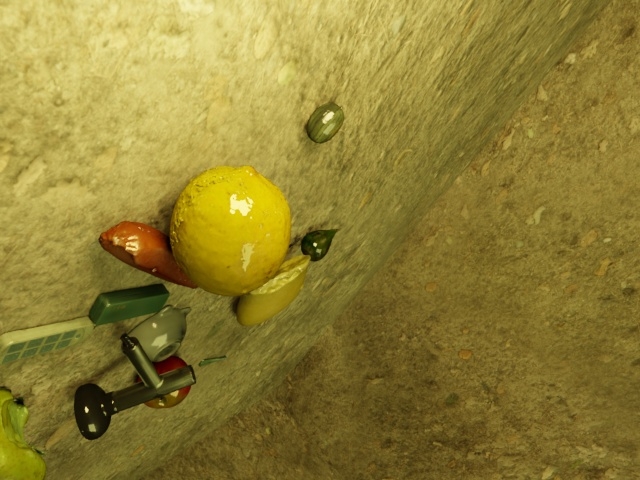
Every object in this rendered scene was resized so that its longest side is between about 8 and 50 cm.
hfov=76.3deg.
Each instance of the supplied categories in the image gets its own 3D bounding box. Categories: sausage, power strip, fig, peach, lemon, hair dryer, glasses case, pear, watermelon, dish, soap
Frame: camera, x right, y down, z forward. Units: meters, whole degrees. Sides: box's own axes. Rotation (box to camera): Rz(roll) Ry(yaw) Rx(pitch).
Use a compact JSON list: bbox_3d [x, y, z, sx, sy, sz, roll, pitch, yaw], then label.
[{"bbox_3d":[-0.359,0.037,0.918,0.102,0.102,0.330,-42,161,-5],"label":"sausage"},{"bbox_3d":[-0.606,0.220,0.912,0.080,0.029,0.227,-51,159,22],"label":"power strip"},{"bbox_3d":[0.000,0.000,1.548,0.177,0.117,0.117,-47,165,-33],"label":"fig"},{"bbox_3d":[-0.558,0.497,1.459,0.190,0.192,0.190,-9,120,-15],"label":"peach"},{"bbox_3d":[-0.191,-0.013,0.881,0.258,0.258,0.310,-23,131,-45],"label":"lemon"},{"bbox_3d":[-0.563,0.380,1.170,0.320,0.156,0.284,-26,116,-9],"label":"hair dryer"},{"bbox_3d":[-0.475,0.159,1.027,0.078,0.039,0.184,-51,159,21],"label":"glasses case"},{"bbox_3d":[-0.721,0.475,0.890,0.164,0.255,0.238,-31,152,-27],"label":"pear"},{"bbox_3d":[0.013,-0.290,0.999,0.111,0.078,0.078,-48,160,10],"label":"watermelon"},{"bbox_3d":[-0.479,0.305,1.253,0.228,0.086,0.236,-29,157,-35],"label":"dish"},{"bbox_3d":[-0.184,0.200,1.564,0.306,0.115,0.427,-33,161,-31],"label":"soap"}]

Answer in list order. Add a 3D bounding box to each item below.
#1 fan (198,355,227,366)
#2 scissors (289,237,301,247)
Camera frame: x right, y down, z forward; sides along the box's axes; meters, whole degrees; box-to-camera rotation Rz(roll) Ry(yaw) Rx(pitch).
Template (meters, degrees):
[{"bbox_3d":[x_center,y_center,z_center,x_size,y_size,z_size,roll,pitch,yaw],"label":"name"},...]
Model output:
[{"bbox_3d":[-0.482,0.543,1.846,0.038,0.016,0.193,-49,160,9],"label":"fan"},{"bbox_3d":[-0.193,0.079,1.439,0.317,0.024,0.160,-36,158,-19],"label":"scissors"}]
